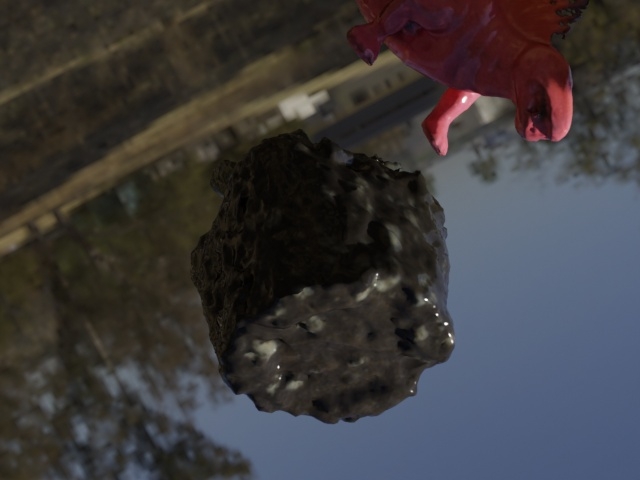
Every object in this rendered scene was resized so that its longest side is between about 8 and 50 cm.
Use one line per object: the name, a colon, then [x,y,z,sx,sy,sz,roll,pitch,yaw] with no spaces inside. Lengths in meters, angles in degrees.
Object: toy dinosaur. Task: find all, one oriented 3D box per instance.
toy dinosaur: [0.049,-0.166,0.736,0.139,0.286,0.070,-38,157,8]

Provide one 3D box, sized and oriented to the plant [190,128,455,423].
plant: [0.000,0.000,1.427,0.213,0.215,0.312,-54,-153,38]
